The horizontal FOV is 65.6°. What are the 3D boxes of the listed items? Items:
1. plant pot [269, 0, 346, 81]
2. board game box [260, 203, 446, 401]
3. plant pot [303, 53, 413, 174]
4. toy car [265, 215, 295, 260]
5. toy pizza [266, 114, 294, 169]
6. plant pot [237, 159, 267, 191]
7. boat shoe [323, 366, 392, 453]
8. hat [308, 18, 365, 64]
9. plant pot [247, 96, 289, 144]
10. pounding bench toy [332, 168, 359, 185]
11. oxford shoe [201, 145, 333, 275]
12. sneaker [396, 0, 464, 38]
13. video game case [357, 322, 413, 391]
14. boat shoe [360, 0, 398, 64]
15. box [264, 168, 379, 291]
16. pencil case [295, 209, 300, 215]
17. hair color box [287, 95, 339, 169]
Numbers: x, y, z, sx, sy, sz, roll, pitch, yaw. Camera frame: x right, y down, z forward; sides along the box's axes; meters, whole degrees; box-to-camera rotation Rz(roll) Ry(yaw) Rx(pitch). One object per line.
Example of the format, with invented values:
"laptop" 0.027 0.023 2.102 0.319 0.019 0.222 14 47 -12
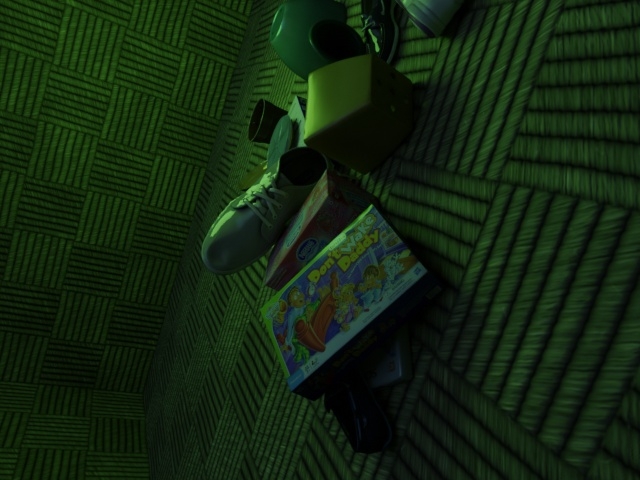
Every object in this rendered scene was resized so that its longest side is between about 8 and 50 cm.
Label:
"plant pot" -0.066 -0.729 1.755 0.290 0.195 0.290 -40 43 52
"board game box" 0.049 0.122 1.018 0.347 0.078 0.233 -44 41 11
"plant pot" 0.105 -0.315 1.191 0.187 0.212 0.212 -21 58 46
"toy car" -0.123 0.028 1.608 0.155 0.149 0.188 -37 74 59
"toy pizza" -0.126 -0.304 1.603 0.201 0.032 0.201 -167 90 -68
"plant pot" -0.202 -0.250 1.850 0.236 0.032 0.236 -27 25 14
"boat shoe" 0.048 0.313 1.016 0.258 0.089 0.109 43 126 49
"hat" 0.027 -0.551 1.529 0.173 0.208 0.183 52 147 6
"plant pot" -0.164 -0.420 1.834 0.167 0.165 0.167 -39 44 52
"pounding bench toy" 0.069 -0.147 1.318 0.052 0.065 0.083 -69 25 16
"oxford shoe" -0.138 -0.094 1.296 0.449 0.169 0.130 -44 -10 -14
"sneaker" 0.252 -0.586 1.148 0.152 0.114 0.305 -44 42 27
"video game case" 0.093 0.180 1.132 0.300 0.036 0.329 -42 41 50
"boat shoe" 0.149 -0.595 1.354 0.114 0.091 0.302 -37 45 54
"box" 0.000 0.000 1.219 0.300 0.154 0.142 -53 19 28
"pencil case" -0.071 -0.124 1.432 0.098 0.209 0.095 106 164 -45
"hair color box" -0.042 -0.296 1.583 0.185 0.110 0.339 -61 30 34
